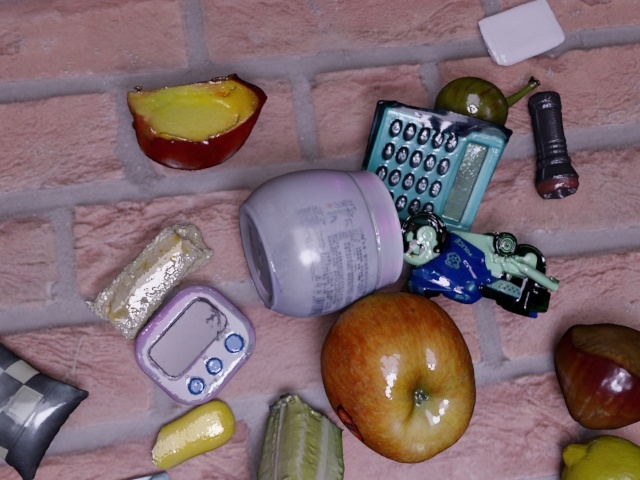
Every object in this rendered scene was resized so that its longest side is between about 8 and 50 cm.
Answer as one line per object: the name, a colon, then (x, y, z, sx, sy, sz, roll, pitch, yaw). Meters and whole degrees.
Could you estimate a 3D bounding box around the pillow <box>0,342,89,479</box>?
pillow: (-0.578, 0.296, 1.199, 0.250, 0.106, 0.186, 31, 77, 5)

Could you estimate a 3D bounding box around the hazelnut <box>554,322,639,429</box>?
hazelnut: (0.572, 0.272, 1.282, 0.230, 0.229, 0.229, 1, 79, -6)

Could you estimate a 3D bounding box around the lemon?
lemon: (0.571, 0.481, 1.248, 0.248, 0.184, 0.184, 44, 78, 4)

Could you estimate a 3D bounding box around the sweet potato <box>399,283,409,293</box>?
sweet potato: (0.178, 0.119, 1.344, 0.044, 0.044, 0.179, 32, 71, 1)

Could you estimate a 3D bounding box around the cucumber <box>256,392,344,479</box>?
cucumber: (-0.041, 0.423, 1.139, 0.145, 0.325, 0.105, 37, 111, -15)

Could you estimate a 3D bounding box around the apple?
apple: (0.150, 0.253, 1.180, 0.277, 0.250, 0.309, -41, 127, 7)

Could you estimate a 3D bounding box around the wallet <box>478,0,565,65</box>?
wallet: (0.456, -0.472, 1.487, 0.183, 0.032, 0.124, -23, 83, -8)

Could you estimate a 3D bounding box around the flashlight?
flashlight: (0.500, -0.209, 1.420, 0.093, 0.093, 0.231, -1, 74, -6)

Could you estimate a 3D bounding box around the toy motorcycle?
toy motorcycle: (0.300, 0.067, 1.304, 0.331, 0.125, 0.196, 17, 87, -10)

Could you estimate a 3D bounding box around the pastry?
pastry: (-0.325, 0.074, 1.280, 0.258, 0.089, 0.121, -44, 99, -9)

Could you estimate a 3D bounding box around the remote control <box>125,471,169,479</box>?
remote control: (-0.309, 0.586, 1.202, 0.103, 0.051, 0.293, -11, 80, -7)

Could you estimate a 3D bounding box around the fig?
fig: (0.357, -0.294, 1.410, 0.259, 0.151, 0.151, -29, 83, -35)

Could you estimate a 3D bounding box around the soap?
soap: (-0.246, 0.371, 1.256, 0.169, 0.033, 0.089, -22, 80, -9)

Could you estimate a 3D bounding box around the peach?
peach: (-0.233, -0.223, 1.308, 0.268, 0.154, 0.158, -16, 72, -18)

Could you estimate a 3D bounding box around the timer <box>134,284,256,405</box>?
timer: (-0.240, 0.201, 1.270, 0.191, 0.069, 0.208, 42, 79, 3)

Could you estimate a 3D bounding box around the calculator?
calculator: (0.219, -0.147, 1.326, 0.274, 0.058, 0.248, 15, 113, -3)

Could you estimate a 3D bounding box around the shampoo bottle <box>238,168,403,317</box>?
shampoo bottle: (0.000, 0.000, 1.230, 0.267, 0.273, 0.272, -13, 81, -18)
